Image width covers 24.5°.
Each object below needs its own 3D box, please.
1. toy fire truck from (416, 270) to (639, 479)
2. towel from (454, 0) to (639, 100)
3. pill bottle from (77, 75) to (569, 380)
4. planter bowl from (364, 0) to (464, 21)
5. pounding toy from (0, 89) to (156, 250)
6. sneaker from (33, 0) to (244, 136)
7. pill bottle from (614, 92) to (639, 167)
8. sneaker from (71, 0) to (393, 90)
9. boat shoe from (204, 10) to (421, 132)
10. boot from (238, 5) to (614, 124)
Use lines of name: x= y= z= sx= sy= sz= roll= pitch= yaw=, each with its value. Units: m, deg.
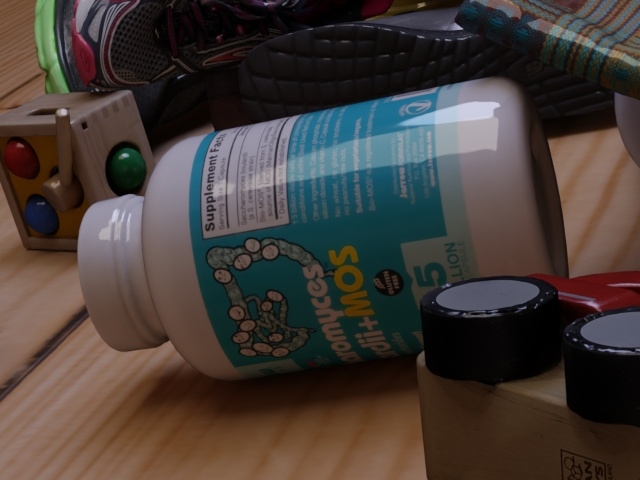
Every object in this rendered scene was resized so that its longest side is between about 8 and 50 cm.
toy fire truck: x=0.189 y=0.045 z=0.607 sx=0.246 sy=0.158 sz=0.217 roll=-16 pitch=16 yaw=-36
towel: x=0.294 y=-0.108 z=0.818 sx=0.370 sy=0.040 sz=0.271 roll=25 pitch=36 yaw=18
pill bottle: x=0.000 y=0.000 z=0.840 sx=0.264 sy=0.146 sz=0.146 roll=-10 pitch=21 yaw=17
planter bowl: x=0.121 y=-0.273 z=1.550 sx=0.217 sy=0.090 sz=0.217 roll=-13 pitch=20 yaw=5
pounding toy: x=-0.195 y=-0.058 z=1.160 sx=0.141 sy=0.130 sz=0.100 roll=2 pitch=27 yaw=40
sneaker: x=-0.117 y=-0.221 z=1.460 sx=0.202 sy=0.185 sz=0.483 roll=-9 pitch=22 yaw=28
pill bottle: x=0.251 y=-0.100 z=0.948 sx=0.124 sy=0.124 sz=0.221 roll=-11 pitch=22 yaw=14
sneaker: x=-0.071 y=-0.200 z=1.217 sx=0.299 sy=0.120 sz=0.112 roll=-27 pitch=43 yaw=-30
boat shoe: x=0.007 y=-0.161 z=1.334 sx=0.103 sy=0.092 sz=0.285 roll=8 pitch=31 yaw=46
boot: x=0.119 y=-0.148 z=1.235 sx=0.338 sy=0.118 sz=0.223 roll=-2 pitch=16 yaw=16
